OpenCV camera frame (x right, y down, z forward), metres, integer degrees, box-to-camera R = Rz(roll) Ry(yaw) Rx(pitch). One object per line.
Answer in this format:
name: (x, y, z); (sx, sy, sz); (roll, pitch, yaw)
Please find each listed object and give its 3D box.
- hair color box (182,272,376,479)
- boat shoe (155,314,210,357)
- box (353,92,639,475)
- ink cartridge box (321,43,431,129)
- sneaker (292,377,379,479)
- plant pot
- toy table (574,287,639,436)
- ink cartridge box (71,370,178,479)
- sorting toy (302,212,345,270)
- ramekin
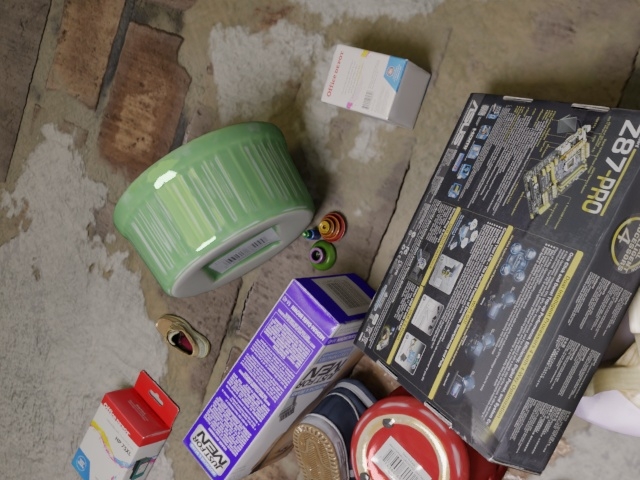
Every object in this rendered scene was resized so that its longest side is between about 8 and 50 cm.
hair color box: (-0.049, 0.214, 1.036); (0.110, 0.185, 0.339); (45, 112, 24)
boat shoe: (-0.270, 0.181, 1.259); (0.135, 0.045, 0.050); (22, 101, 31)
box: (0.221, 0.023, 0.811); (0.395, 0.097, 0.318); (-65, 27, 3)
ink cartridge box: (0.078, -0.239, 1.022); (0.143, 0.090, 0.092); (24, 102, 31)
sneaker: (0.039, 0.344, 1.042); (0.099, 0.153, 0.282); (15, 127, 28)
plant pot: (0.150, 0.286, 0.918); (0.191, 0.174, 0.191); (-2, 86, 31)
toy table: (0.387, 0.160, 0.777); (0.274, 0.161, 0.252); (-19, 79, 30)
ink cartridge box: (-0.386, 0.389, 1.310); (0.134, 0.078, 0.231); (36, 107, 28)
sorting toy: (0.000, 0.000, 1.095); (0.061, 0.042, 0.102); (29, 104, 30)
ramekin: (-0.155, -0.037, 1.051); (0.303, 0.303, 0.148); (-37, 78, 26)
